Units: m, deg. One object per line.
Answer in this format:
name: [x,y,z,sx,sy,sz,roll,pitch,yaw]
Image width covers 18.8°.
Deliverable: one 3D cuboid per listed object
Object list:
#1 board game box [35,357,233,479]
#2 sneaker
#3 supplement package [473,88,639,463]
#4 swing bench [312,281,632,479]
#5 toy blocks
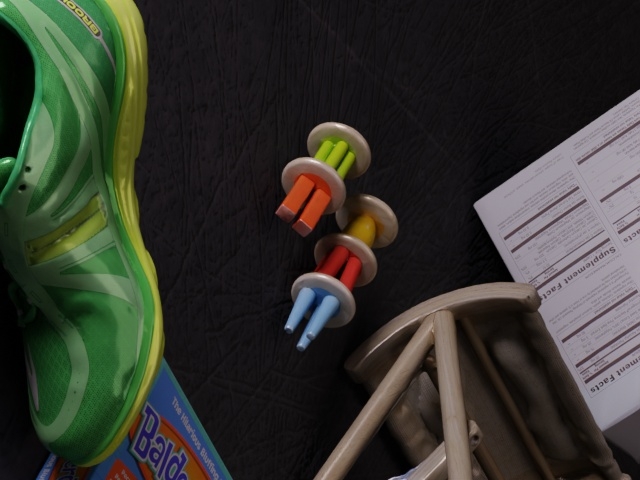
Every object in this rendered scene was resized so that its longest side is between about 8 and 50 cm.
board game box: [-0.126,0.199,1.222,0.160,0.047,0.210,64,35,-34]
sneaker: [-0.168,-0.012,1.148,0.123,0.109,0.296,-5,91,-39]
supplement package: [0.309,0.045,1.758,0.199,0.198,0.263,36,23,-54]
swing bench: [0.118,0.211,1.537,0.253,0.165,0.255,60,36,-34]
toy blocks: [0.000,0.000,1.468,0.148,0.054,0.123,-60,136,-45]
